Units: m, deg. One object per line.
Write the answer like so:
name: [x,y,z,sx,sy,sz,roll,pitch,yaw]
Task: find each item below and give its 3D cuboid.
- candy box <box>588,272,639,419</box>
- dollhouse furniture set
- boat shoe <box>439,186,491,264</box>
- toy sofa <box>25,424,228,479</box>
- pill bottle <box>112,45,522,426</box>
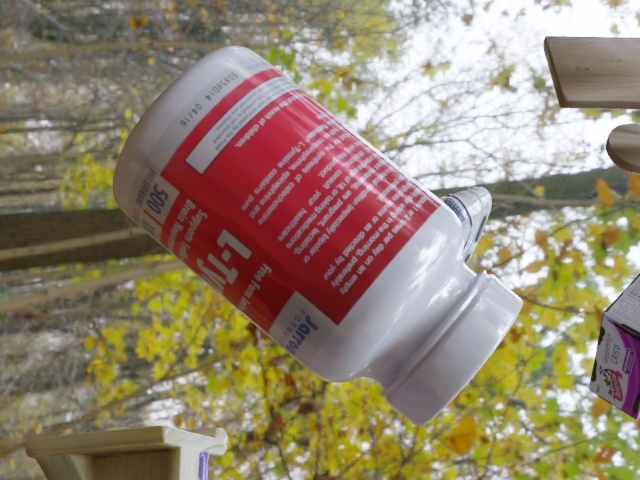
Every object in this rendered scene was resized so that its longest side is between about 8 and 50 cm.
candy box: [0.417,0.077,0.991,0.071,0.233,0.159,34,-29,33]
dollhouse furniture set: [0.188,-0.014,0.494,0.151,0.123,0.144,93,-3,-50]
boat shoe: [0.187,0.012,1.230,0.095,0.084,0.258,56,-23,16]
toy sofa: [-0.160,0.352,0.747,0.150,0.177,0.362,-10,-113,20]
pill bottle: [0.000,0.000,0.895,0.408,0.229,0.229,39,-40,7]
